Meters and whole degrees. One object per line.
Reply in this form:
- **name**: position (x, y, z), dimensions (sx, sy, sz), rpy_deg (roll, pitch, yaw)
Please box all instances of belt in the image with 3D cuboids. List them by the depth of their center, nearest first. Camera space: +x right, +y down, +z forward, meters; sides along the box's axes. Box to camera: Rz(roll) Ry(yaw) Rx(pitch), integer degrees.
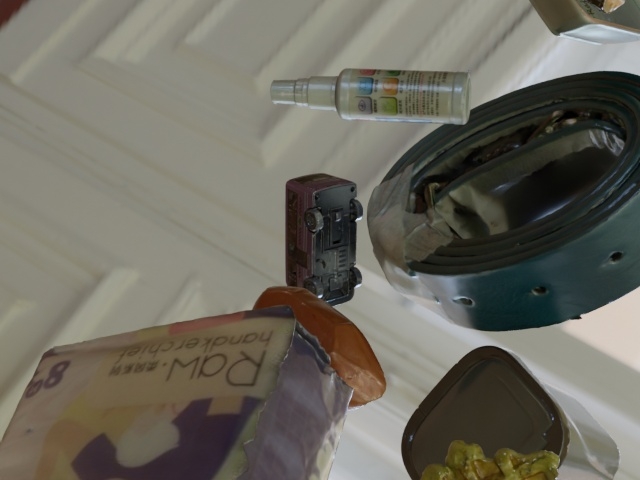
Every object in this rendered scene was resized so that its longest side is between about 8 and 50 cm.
- **belt**: position (0.275, -0.048, 1.700), dimensions (0.173, 0.436, 0.300), rpy_deg (45, 36, -35)

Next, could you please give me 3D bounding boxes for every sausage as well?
- **sausage**: position (-0.009, 0.100, 1.243), dimensions (0.089, 0.179, 0.089), rpy_deg (-15, 119, -30)

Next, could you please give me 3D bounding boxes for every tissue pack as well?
- **tissue pack**: position (-0.129, 0.212, 0.876), dimensions (0.125, 0.242, 0.344), rpy_deg (53, 39, -37)

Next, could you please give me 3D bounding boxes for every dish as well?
- **dish**: position (0.345, -0.308, 1.702), dimensions (0.234, 0.154, 0.064), rpy_deg (0, 144, -47)

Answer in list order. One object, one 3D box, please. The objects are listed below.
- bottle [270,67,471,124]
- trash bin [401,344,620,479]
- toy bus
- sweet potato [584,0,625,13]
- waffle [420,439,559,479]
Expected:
- **bottle**: position (0.053, -0.159, 1.429), dimensions (0.060, 0.217, 0.060), rpy_deg (4, 90, -79)
- **trash bin**: position (0.271, 0.284, 1.799), dimensions (0.220, 0.219, 0.250), rpy_deg (-49, 143, 14)
- **toy bus**: position (0.000, 0.000, 1.836), dimensions (0.086, 0.098, 0.178), rpy_deg (-15, 115, -35)
- **sweet potato**: position (0.286, -0.388, 1.507), dimensions (0.085, 0.286, 0.112), rpy_deg (-4, 163, -28)
- **waffle**: position (0.205, 0.353, 1.420), dimensions (0.291, 0.291, 0.051), rpy_deg (-68, 168, 13)
